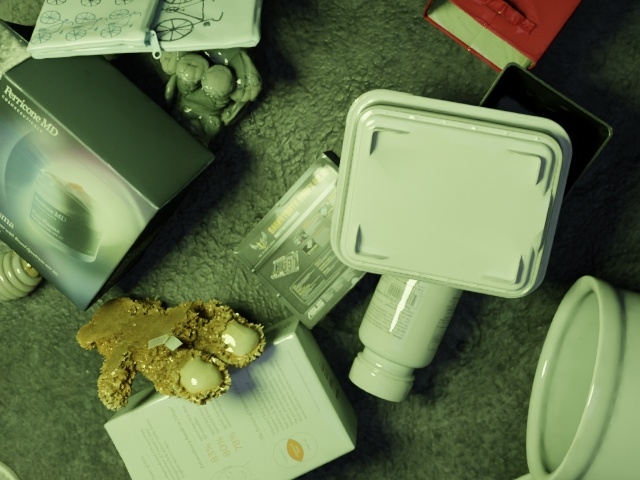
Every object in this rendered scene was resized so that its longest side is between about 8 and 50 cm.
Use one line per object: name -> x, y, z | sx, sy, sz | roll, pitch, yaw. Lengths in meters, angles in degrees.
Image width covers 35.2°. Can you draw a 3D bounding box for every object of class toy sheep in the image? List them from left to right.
toy sheep -> -0.519, 0.058, 1.700 | 0.132, 0.091, 0.091 | -31, 95, 21

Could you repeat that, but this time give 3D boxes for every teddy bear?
teddy bear -> -0.233, 0.177, 1.592 | 0.338, 0.245, 0.113 | -5, 130, 30

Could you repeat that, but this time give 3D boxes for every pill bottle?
pill bottle -> 0.135, 0.137, 1.639 | 0.131, 0.131, 0.229 | 23, 98, 1

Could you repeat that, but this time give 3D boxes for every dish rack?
dish rack -> 0.184, -0.058, 1.483 | 0.333, 0.072, 0.285 | 11, 109, 7

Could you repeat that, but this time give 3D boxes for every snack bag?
snack bag -> -0.243, -0.379, 1.526 | 0.343, 0.323, 0.037 | -1, 134, 4

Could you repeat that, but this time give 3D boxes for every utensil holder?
utensil holder -> 0.549, 0.256, 1.532 | 0.386, 0.327, 0.327 | 14, 98, 0

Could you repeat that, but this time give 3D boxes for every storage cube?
storage cube -> 0.290, -0.380, 1.525 | 0.184, 0.215, 0.193 | 36, 92, -1

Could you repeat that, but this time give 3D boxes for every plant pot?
plant pot -> 0.308, -0.148, 1.572 | 0.188, 0.167, 0.187 | 34, 98, -2

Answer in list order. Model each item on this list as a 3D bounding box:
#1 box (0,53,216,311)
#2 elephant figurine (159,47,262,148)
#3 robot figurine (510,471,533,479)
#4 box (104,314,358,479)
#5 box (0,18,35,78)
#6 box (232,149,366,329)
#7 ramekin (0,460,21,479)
box -> -0.374, -0.102, 1.557 | 0.296, 0.182, 0.294 | 41, 130, -2
elephant figurine -> -0.189, -0.222, 1.614 | 0.186, 0.239, 0.169 | -25, 65, -30
robot figurine -> 0.416, 0.532, 1.608 | 0.200, 0.300, 0.353 | -43, 64, 47
box -> -0.139, 0.298, 1.661 | 0.345, 0.168, 0.215 | -26, 95, 6
box -> -0.501, -0.262, 1.618 | 0.093, 0.156, 0.158 | 39, 98, -2
box -> 0.000, 0.000, 1.622 | 0.183, 0.056, 0.231 | 44, 107, 6
ramekin -> -0.622, 0.482, 1.749 | 0.207, 0.109, 0.207 | 1, 97, 4
